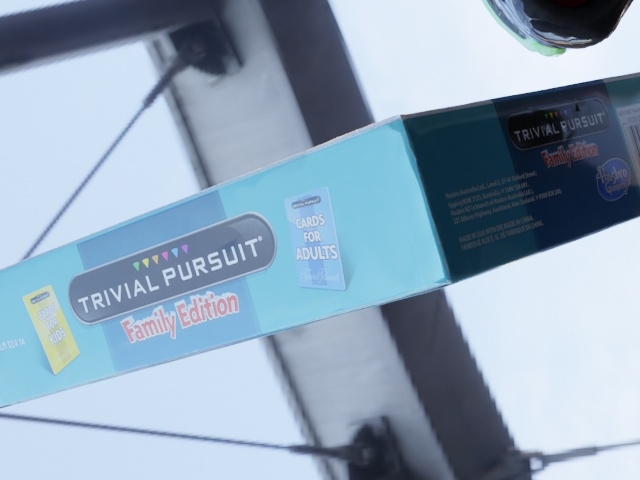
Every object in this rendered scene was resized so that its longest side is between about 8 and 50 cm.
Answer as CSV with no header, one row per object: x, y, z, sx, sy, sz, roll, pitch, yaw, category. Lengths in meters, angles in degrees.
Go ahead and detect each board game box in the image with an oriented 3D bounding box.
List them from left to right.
0.000,0.000,0.783,0.253,0.336,0.079,-15,-92,-50,board game box

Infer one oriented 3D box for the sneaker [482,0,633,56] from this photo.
0.216,-0.352,0.959,0.202,0.185,0.483,-85,-1,-66,sneaker
